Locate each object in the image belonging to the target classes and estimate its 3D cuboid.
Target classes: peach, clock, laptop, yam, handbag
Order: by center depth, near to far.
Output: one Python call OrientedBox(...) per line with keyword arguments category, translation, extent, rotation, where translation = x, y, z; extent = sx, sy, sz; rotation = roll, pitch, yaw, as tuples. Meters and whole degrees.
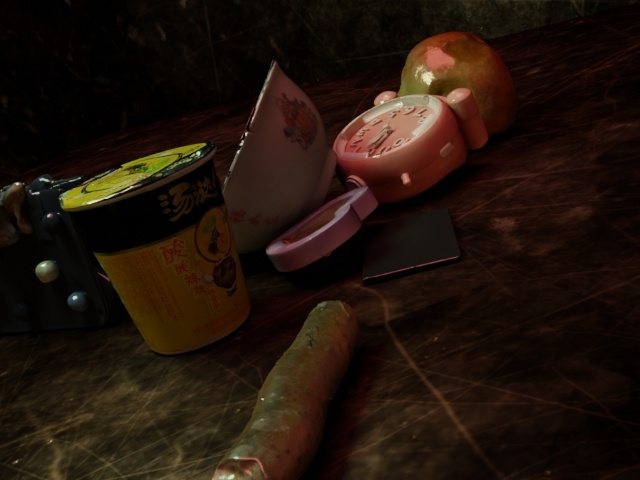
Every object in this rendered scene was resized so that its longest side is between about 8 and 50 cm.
OrientedBox(category="yam", translation=(-0.020, 0.147, 0.770), extent=(0.071, 0.067, 0.317), rotation=(-26, 12, 23))
OrientedBox(category="laptop", translation=(0.124, 0.006, 1.139), extent=(0.135, 0.016, 0.197), rotation=(-15, 20, 10))
OrientedBox(category="clock", translation=(0.000, 0.000, 1.185), extent=(0.172, 0.064, 0.198), rotation=(-27, 11, 29))
OrientedBox(category="handbag", translation=(-0.472, 0.016, 1.278), extent=(0.325, 0.269, 0.118), rotation=(-9, 22, 29))
OrientedBox(category="clock", translation=(0.134, -0.142, 1.390), extent=(0.227, 0.142, 0.241), rotation=(8, 42, 47))
OrientedBox(category="peach", translation=(0.268, -0.277, 1.562), extent=(0.235, 0.214, 0.214), rotation=(38, 50, 26))

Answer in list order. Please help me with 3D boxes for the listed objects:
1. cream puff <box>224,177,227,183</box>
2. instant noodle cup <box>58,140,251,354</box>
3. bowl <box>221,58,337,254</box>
OrientedBox(category="cream puff", translation=(-0.127, -0.122, 1.654), extent=(0.149, 0.085, 0.149), rotation=(-16, 20, 6))
OrientedBox(category="instant noodle cup", translation=(-0.200, 0.013, 1.067), extent=(0.215, 0.236, 0.215), rotation=(-17, 17, 5))
OrientedBox(category="bowl", translation=(-0.070, -0.104, 1.325), extent=(0.157, 0.346, 0.345), rotation=(22, 17, -7))
